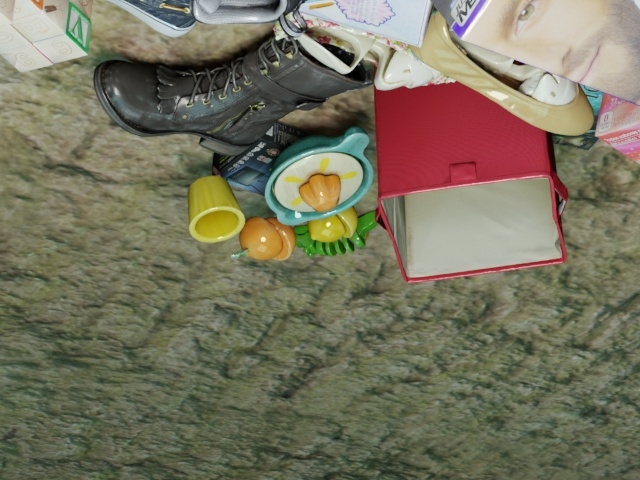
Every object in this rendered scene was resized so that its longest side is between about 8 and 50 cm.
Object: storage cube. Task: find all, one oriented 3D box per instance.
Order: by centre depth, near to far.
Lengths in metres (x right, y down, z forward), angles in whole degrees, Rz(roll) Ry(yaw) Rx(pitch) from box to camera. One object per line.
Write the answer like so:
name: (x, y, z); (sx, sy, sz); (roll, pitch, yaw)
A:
storage cube: (0.166, -0.088, 1.897); (0.215, 0.193, 0.183); (-7, 147, 11)

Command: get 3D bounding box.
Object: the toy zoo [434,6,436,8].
toy zoo: (0.162, -0.252, 1.739); (0.293, 0.030, 0.192); (4, 158, 35)

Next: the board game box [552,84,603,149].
board game box: (0.298, -0.171, 1.975); (0.126, 0.026, 0.186); (10, 151, -13)

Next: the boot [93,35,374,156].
boot: (-0.098, -0.189, 1.916); (0.263, 0.091, 0.229); (13, 151, -41)

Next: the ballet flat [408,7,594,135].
ballet flat: (0.202, -0.177, 1.758); (0.232, 0.080, 0.073); (22, 146, -18)

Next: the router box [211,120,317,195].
router box: (-0.067, -0.104, 2.114); (0.092, 0.038, 0.122); (18, 148, -29)

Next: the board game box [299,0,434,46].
board game box: (-0.030, -0.334, 1.575); (0.318, 0.066, 0.318); (17, 152, 3)

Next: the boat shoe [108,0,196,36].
boat shoe: (-0.190, -0.274, 1.654); (0.183, 0.065, 0.083); (25, 144, -16)

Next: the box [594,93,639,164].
box: (0.451, -0.177, 1.763); (0.142, 0.154, 0.300); (28, 154, -31)

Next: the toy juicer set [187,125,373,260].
toy juicer set: (0.015, -0.059, 2.063); (0.329, 0.089, 0.209); (-28, 143, 15)

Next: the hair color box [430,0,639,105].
hair color box: (0.281, -0.239, 1.577); (0.339, 0.110, 0.185); (15, 120, -34)

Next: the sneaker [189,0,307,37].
sneaker: (-0.099, -0.285, 1.468); (0.268, 0.153, 0.101); (30, 149, -20)

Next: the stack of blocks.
stack of blocks: (-0.340, -0.284, 1.656); (0.087, 0.171, 0.297); (-11, 150, 23)

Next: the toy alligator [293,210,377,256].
toy alligator: (0.000, 0.000, 2.289); (0.190, 0.051, 0.056); (-11, 149, 23)

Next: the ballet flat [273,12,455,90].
ballet flat: (0.052, -0.206, 1.802); (0.241, 0.077, 0.091); (22, 165, -12)
